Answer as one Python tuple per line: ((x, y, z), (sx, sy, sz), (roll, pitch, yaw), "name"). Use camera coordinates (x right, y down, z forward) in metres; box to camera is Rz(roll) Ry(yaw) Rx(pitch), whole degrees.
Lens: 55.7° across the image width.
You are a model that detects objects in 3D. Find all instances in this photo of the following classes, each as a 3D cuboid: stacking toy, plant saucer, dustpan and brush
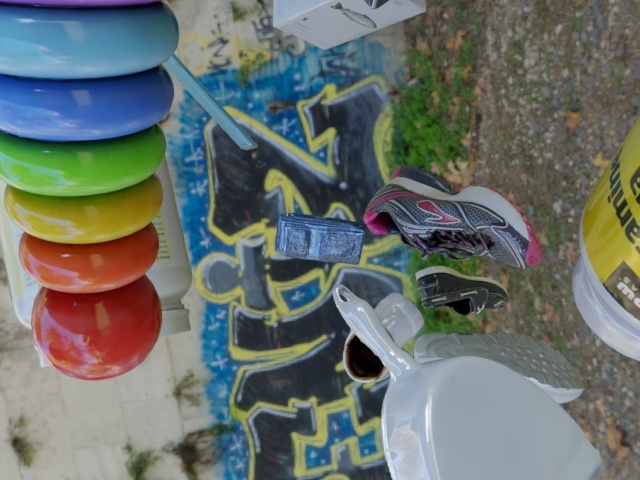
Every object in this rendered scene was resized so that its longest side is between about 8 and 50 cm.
((-0.146, -0.053, 0.383), (0.141, 0.141, 0.331), (-99, 11, -62), "stacking toy")
((-0.152, -0.186, 0.766), (0.192, 0.018, 0.067), (47, -175, -5), "plant saucer")
((0.081, 0.110, 0.423), (0.211, 0.147, 0.060), (55, 145, 8), "dustpan and brush")

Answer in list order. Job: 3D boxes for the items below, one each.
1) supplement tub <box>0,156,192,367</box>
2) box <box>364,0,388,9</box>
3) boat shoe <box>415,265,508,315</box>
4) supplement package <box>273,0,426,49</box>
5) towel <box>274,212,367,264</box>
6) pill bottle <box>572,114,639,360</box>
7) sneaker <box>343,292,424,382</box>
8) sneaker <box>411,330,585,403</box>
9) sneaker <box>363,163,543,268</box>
((-0.311, -0.010, 0.835), (0.235, 0.235, 0.325), (87, 169, -84), "supplement tub")
((0.072, -0.418, 0.437), (0.343, 0.312, 0.179), (54, 177, 8), "box")
((0.273, 0.110, 1.148), (0.084, 0.233, 0.079), (-35, 52, 42), "boat shoe")
((0.036, -0.336, 0.790), (0.105, 0.179, 0.105), (8, -100, -46), "supplement package")
((0.000, 0.000, 0.805), (0.029, 0.119, 0.067), (-89, 7, -55), "towel")
((0.310, -0.028, 0.444), (0.334, 0.187, 0.188), (85, 177, -60), "pill bottle")
((0.072, 0.188, 1.009), (0.106, 0.123, 0.290), (42, 153, 16), "sneaker")
((0.204, 0.171, 0.728), (0.090, 0.234, 0.095), (-108, 31, -59), "sneaker")
((0.192, -0.016, 0.898), (0.299, 0.112, 0.121), (25, 154, 50), "sneaker")
